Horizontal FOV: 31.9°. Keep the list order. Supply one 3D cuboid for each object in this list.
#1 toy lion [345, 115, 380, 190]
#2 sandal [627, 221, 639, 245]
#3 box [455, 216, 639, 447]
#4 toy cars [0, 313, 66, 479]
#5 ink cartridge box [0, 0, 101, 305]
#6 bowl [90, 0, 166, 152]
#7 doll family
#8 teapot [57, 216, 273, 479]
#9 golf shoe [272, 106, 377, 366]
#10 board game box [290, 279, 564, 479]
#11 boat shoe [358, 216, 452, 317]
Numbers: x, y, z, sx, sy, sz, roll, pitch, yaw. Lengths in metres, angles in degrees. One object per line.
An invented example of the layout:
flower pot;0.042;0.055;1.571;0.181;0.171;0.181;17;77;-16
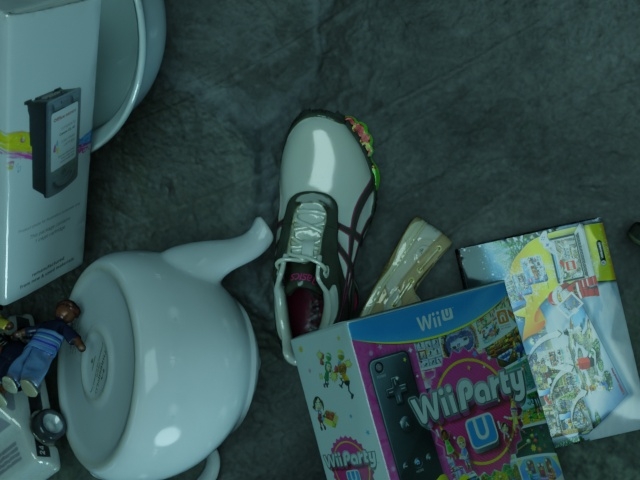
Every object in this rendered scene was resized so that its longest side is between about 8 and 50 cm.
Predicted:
toy lion;0.026;-0.086;1.239;0.100;0.034;0.096;39;82;3
sandal;0.423;0.104;1.177;0.086;0.120;0.302;-39;87;14
box;0.250;0.104;1.214;0.159;0.044;0.233;-12;88;2
toy cars;-0.364;0.270;1.172;0.176;0.087;0.393;12;88;44
ink cartridge box;-0.351;-0.121;1.115;0.226;0.131;0.306;22;121;22
bowl;-0.267;-0.242;1.175;0.298;0.134;0.297;12;116;26
doll family;-0.324;0.101;1.132;0.193;0.111;0.076;17;134;11
teapot;-0.150;0.134;1.162;0.187;0.256;0.252;5;62;-34
golf shoe;0.000;0.000;1.165;0.105;0.120;0.272;2;100;10
board game box;0.120;0.211;1.102;0.224;0.097;0.303;-12;82;-38
boat shoe;0.088;0.059;1.213;0.059;0.063;0.170;28;89;9
